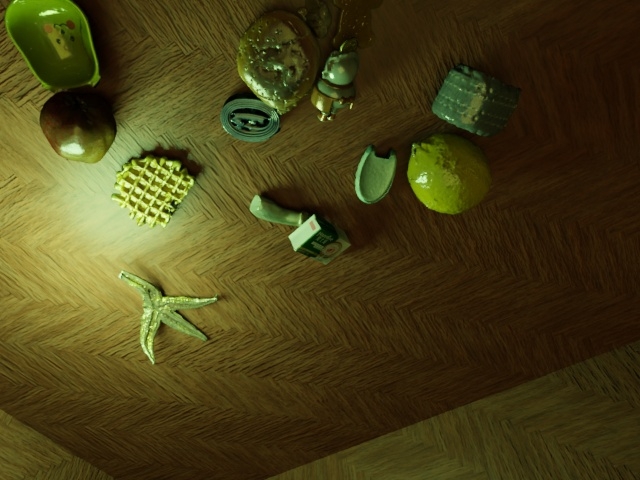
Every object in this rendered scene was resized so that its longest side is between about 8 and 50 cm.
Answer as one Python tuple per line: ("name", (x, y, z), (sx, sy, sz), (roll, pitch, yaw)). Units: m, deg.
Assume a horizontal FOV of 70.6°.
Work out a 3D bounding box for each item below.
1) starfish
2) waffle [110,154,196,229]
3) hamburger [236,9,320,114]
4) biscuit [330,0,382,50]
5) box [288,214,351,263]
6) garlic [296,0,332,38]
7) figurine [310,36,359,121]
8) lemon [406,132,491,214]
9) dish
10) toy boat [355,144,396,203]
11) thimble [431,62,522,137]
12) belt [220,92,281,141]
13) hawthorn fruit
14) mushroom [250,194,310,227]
("starfish", (-0.637, 0.309, 1.867), (0.385, 0.132, 0.397), (9, 109, -17))
("waffle", (-0.577, -0.169, 1.590), (0.310, 0.065, 0.283), (-7, 121, 6))
("hamburger", (-0.124, -0.525, 1.335), (0.244, 0.146, 0.285), (4, 124, 2))
("biscuit", (0.101, -0.669, 1.288), (0.158, 0.035, 0.240), (-11, 126, -25))
("box", (0.000, 0.000, 1.679), (0.135, 0.081, 0.199), (-40, 144, 21))
("garlic", (-0.006, -0.640, 1.297), (0.074, 0.094, 0.113), (-35, 124, -19))
("figurine", (0.054, -0.472, 1.352), (0.144, 0.143, 0.271), (20, 148, -15))
("lemon", (0.419, -0.223, 1.490), (0.310, 0.253, 0.253), (36, 115, -22))
("dish", (-0.734, -0.568, 1.289), (0.221, 0.108, 0.262), (-9, 122, 3))
("toy boat", (0.188, -0.231, 1.591), (0.134, 0.078, 0.207), (5, 113, -16))
("thimble", (0.477, -0.427, 1.385), (0.237, 0.205, 0.172), (19, 119, -14))
("belt", (-0.219, -0.394, 1.445), (0.191, 0.082, 0.141), (5, 124, -8))
("hawthorn fruit", (-0.751, -0.334, 1.401), (0.208, 0.207, 0.248), (23, 138, -17))
("mushroom", (-0.143, -0.097, 1.650), (0.224, 0.081, 0.092), (21, 140, -19))
